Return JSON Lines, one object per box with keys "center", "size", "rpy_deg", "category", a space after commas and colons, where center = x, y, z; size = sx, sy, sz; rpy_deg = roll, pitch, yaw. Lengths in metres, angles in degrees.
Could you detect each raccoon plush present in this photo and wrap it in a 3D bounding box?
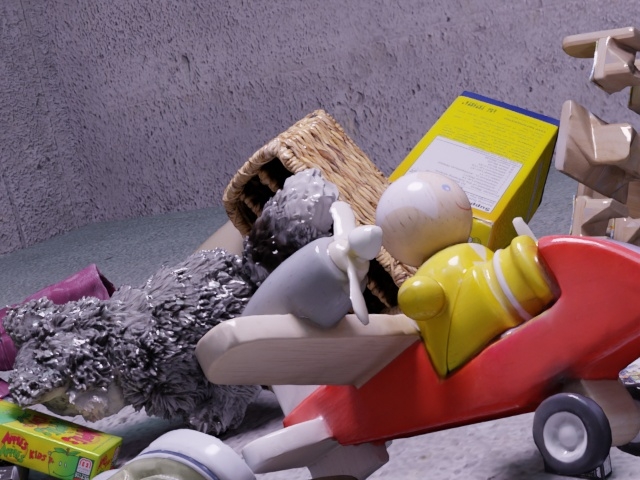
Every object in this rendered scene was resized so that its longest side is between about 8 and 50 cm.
{"center": [-0.211, 0.057, 1.291], "size": [0.299, 0.447, 0.216], "rpy_deg": [16, 18, -29], "category": "raccoon plush"}

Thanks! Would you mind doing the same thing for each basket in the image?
{"center": [0.000, 0.000, 1.432], "size": [0.213, 0.299, 0.223], "rpy_deg": [-42, 4, 25], "category": "basket"}

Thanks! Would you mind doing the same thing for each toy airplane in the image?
{"center": [0.091, 0.078, 0.899], "size": [0.384, 0.273, 0.386], "rpy_deg": [-9, -11, -4], "category": "toy airplane"}

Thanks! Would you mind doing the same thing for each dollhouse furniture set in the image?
{"center": [0.499, -0.124, 1.800], "size": [0.256, 0.362, 0.394], "rpy_deg": [0, -13, 44], "category": "dollhouse furniture set"}

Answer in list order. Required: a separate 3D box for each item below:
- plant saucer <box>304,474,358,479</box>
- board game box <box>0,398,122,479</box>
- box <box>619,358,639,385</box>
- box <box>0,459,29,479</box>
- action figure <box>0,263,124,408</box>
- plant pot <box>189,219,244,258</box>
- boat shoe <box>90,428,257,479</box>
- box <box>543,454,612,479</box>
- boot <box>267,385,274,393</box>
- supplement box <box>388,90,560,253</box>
{"center": [-0.094, 0.256, 0.824], "size": [0.277, 0.041, 0.278], "rpy_deg": [-17, -21, -7], "category": "plant saucer"}
{"center": [-0.344, 0.244, 1.241], "size": [0.181, 0.043, 0.092], "rpy_deg": [16, 3, 6], "category": "board game box"}
{"center": [0.367, 0.161, 1.165], "size": [0.159, 0.044, 0.233], "rpy_deg": [-12, 10, -8], "category": "box"}
{"center": [-0.474, 0.309, 1.227], "size": [0.230, 0.056, 0.183], "rpy_deg": [-13, 10, -11], "category": "box"}
{"center": [-0.491, 0.143, 1.642], "size": [0.370, 0.248, 0.276], "rpy_deg": [-10, 9, -9], "category": "action figure"}
{"center": [-0.131, 0.088, 1.671], "size": [0.274, 0.257, 0.256], "rpy_deg": [-25, 2, 29], "category": "plant pot"}
{"center": [-0.165, 0.261, 0.954], "size": [0.302, 0.109, 0.094], "rpy_deg": [-34, 8, 48], "category": "boat shoe"}
{"center": [0.249, 0.192, 1.008], "size": [0.067, 0.083, 0.018], "rpy_deg": [-3, 11, 43], "category": "box"}
{"center": [-0.062, 0.178, 1.450], "size": [0.165, 0.077, 0.213], "rpy_deg": [-5, 5, 29], "category": "boot"}
{"center": [0.255, -0.077, 1.761], "size": [0.194, 0.195, 0.356], "rpy_deg": [22, 42, 19], "category": "supplement box"}
